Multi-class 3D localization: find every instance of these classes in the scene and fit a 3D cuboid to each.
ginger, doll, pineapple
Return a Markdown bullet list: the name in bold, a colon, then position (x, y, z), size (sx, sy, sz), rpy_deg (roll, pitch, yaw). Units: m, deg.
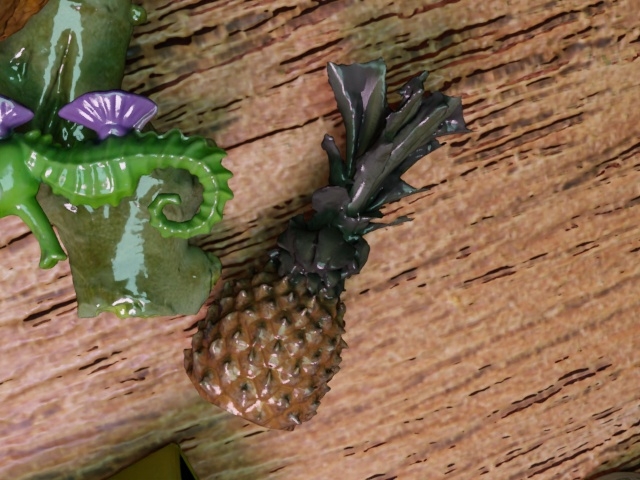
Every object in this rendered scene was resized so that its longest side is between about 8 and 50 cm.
- **ginger**: position (-0.151, -0.074, 0.556), size (0.137, 0.089, 0.289), rpy_deg (-20, 99, 11)
- **doll**: position (-0.152, -0.040, 0.495), size (0.190, 0.050, 0.115), rpy_deg (-3, 97, -3)
- **pineapple**: position (0.000, 0.000, 0.575), size (0.130, 0.119, 0.277), rpy_deg (30, 89, -27)

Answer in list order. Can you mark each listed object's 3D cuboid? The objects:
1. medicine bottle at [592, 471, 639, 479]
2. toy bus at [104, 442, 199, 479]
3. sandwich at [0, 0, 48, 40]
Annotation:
- **medicine bottle**: position (0.296, 0.294, 0.667), size (0.135, 0.168, 0.135), rpy_deg (-2, 101, -12)
- **toy bus**: position (-0.192, 0.281, 0.583), size (0.262, 0.128, 0.150), rpy_deg (-28, 103, -8)
- **sandwich**: position (-0.237, -0.307, 0.439), size (0.325, 0.131, 0.262), rpy_deg (42, 88, 1)
